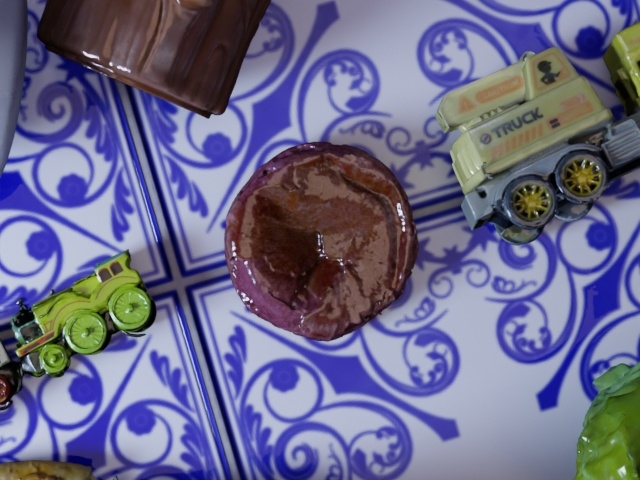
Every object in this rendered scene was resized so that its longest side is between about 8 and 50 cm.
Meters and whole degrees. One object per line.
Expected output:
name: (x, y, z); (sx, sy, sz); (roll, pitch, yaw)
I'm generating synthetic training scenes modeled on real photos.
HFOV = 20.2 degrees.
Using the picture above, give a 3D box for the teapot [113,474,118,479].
teapot: (-0.051, 0.356, 1.515); (0.280, 0.252, 0.424); (-22, 57, -14)

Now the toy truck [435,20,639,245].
toy truck: (0.240, -0.112, 1.621); (0.272, 0.124, 0.157); (-26, 83, -2)

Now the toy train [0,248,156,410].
toy train: (-0.264, 0.098, 1.598); (0.250, 0.053, 0.085); (-30, 85, -5)

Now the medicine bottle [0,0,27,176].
medicine bottle: (-0.425, -0.156, 1.465); (0.340, 0.208, 0.208); (6, 90, -20)

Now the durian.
durian: (0.359, 0.187, 1.571); (0.256, 0.340, 0.204); (0, 101, 20)

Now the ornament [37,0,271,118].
ornament: (-0.124, -0.234, 1.547); (0.235, 0.221, 0.217); (24, 92, 35)

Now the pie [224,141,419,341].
pie: (0.000, 0.000, 1.627); (0.182, 0.049, 0.182); (-1, 95, -9)

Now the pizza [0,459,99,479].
pizza: (-0.274, 0.298, 1.586); (0.147, 0.069, 0.226); (17, 85, -8)
